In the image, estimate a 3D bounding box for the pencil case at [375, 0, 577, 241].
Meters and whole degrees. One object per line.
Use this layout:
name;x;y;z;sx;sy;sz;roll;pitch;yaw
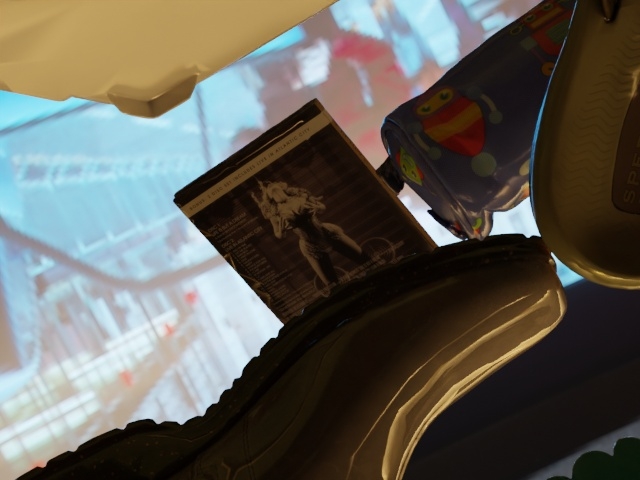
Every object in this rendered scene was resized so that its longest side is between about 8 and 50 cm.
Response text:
pencil case;0.188;-0.115;1.031;0.306;0.133;0.119;-35;-132;-5

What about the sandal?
sandal;0.160;-0.122;0.577;0.120;0.303;0.086;8;-169;5

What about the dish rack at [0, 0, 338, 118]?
dish rack;-0.097;-0.167;0.866;0.333;0.072;0.285;-24;162;35

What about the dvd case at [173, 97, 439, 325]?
dvd case;0.000;0.000;1.237;0.164;0.221;0.018;-32;-159;23

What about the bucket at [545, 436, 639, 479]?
bucket;0.355;0.377;1.579;0.281;0.183;0.281;-35;-166;10

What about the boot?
boot;0.016;0.160;0.683;0.338;0.223;0.118;-32;151;0
